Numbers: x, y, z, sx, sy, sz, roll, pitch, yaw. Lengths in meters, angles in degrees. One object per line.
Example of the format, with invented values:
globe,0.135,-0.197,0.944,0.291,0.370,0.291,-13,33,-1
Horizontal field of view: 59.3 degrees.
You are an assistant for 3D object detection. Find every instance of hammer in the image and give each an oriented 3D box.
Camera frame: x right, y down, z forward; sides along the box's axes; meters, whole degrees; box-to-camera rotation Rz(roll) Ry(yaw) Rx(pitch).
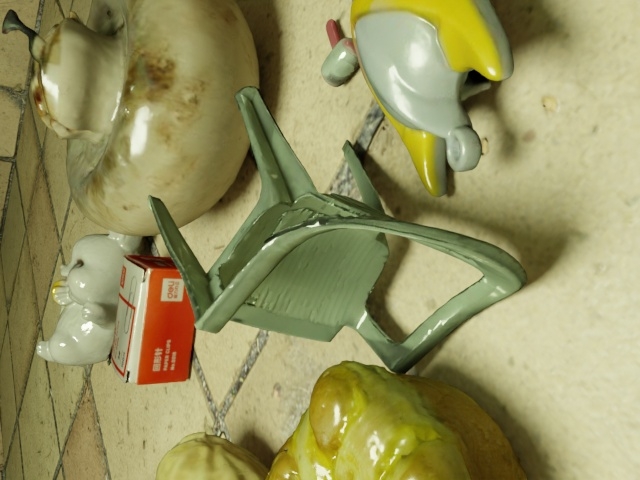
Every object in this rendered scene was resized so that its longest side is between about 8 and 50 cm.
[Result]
hammer,0.017,-0.205,0.593,0.052,0.031,0.083,-43,47,38

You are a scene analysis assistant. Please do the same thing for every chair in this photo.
chair,0.000,0.000,0.456,0.191,0.203,0.275,-55,40,19

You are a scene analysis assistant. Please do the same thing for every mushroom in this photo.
mushroom,-0.249,-0.186,0.725,0.362,0.294,0.363,-8,80,52

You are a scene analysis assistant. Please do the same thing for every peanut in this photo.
peanut,-0.080,0.332,0.577,0.305,0.146,0.147,53,127,42

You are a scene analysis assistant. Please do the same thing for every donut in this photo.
donut,0.046,0.228,0.422,0.208,0.128,0.262,51,126,42

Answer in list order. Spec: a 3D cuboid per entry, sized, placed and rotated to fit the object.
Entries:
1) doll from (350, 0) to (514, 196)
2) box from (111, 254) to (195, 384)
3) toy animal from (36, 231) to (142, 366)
doll,0.075,-0.194,0.455,0.145,0.103,0.317,-41,50,49
box,-0.263,0.120,0.876,0.133,0.099,0.182,17,100,55
toy animal,-0.395,0.082,1.025,0.325,0.154,0.208,-67,14,-8
